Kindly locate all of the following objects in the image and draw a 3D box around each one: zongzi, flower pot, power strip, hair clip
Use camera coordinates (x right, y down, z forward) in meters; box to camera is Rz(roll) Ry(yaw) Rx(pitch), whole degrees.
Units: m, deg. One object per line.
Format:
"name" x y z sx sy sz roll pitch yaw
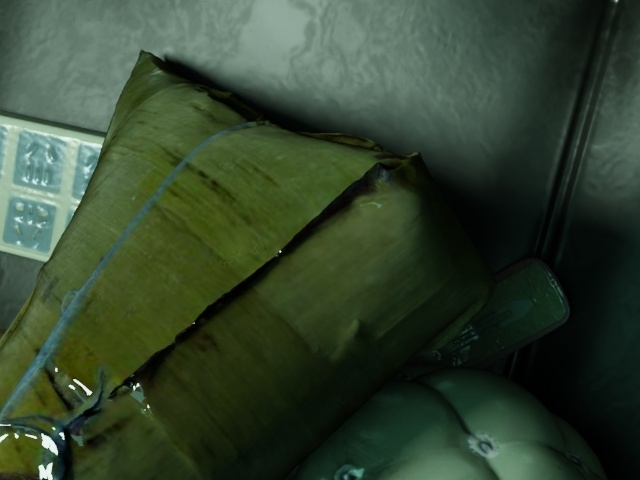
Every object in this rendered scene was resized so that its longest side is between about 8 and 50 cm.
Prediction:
"zongzi" -0.140 0.040 1.149 0.356 0.174 0.393 -40 41 -16
"flower pot" 0.078 0.202 1.172 0.195 0.246 0.246 21 103 9
"power strip" -0.191 -0.034 1.361 0.367 0.043 0.106 13 99 21
"hair clip" 0.113 0.062 1.258 0.137 0.022 0.054 -33 83 21

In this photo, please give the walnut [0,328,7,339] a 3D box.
"walnut" -0.254 0.249 1.250 0.381 0.381 0.381 2 96 22
